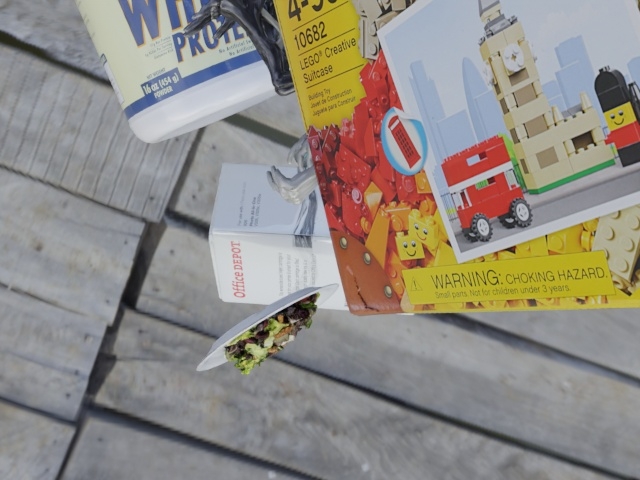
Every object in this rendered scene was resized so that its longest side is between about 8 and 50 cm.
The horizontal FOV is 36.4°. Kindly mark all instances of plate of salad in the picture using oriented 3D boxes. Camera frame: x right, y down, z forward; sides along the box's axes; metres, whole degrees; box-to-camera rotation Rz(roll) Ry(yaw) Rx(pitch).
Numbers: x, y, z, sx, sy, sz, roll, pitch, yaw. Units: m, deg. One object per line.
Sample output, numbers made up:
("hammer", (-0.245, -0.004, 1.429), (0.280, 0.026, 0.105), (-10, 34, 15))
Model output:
("plate of salad", (-0.058, 0.113, 1.172), (0.200, 0.200, 0.048), (-31, 80, 0))

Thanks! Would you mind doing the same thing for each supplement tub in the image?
("supplement tub", (-0.183, -0.309, 1.215), (0.236, 0.235, 0.324), (-23, 96, -2))

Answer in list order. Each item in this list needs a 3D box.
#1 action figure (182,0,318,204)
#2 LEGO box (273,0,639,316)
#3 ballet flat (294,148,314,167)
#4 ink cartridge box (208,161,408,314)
("action figure", (0.015, -0.100, 0.822), (0.276, 0.164, 0.141), (44, 100, 0))
("LEGO box", (0.184, -0.167, 0.479), (0.193, 0.500, 0.372), (-16, 93, -33))
("ballet flat", (0.007, -0.108, 1.424), (0.068, 0.213, 0.072), (-39, 72, 5))
("ink cartridge box", (0.000, 0.000, 1.366), (0.289, 0.211, 0.121), (4, 59, 1))
